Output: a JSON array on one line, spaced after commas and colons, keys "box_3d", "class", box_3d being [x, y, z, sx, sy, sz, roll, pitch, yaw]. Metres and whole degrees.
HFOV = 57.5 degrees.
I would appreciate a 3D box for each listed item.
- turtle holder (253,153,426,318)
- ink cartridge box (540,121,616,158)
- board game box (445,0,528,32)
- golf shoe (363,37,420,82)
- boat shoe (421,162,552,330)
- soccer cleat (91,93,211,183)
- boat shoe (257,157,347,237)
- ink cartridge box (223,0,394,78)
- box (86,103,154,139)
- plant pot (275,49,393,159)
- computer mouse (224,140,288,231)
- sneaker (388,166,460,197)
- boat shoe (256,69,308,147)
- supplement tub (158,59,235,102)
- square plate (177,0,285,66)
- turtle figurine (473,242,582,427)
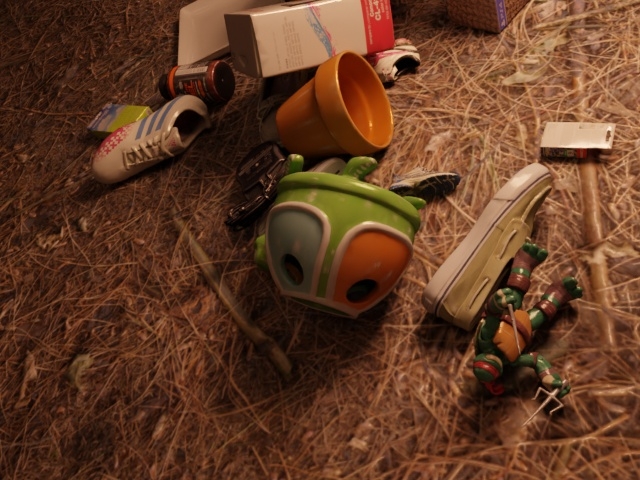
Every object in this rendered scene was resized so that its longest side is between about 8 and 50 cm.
[{"box_3d": [-0.001, -0.004, 0.980, 0.320, 0.243, 0.227, 13, 78, 23], "class": "turtle holder"}, {"box_3d": [0.453, -0.176, 1.028, 0.115, 0.029, 0.063, 8, 59, 29], "class": "ink cartridge box"}, {"box_3d": [0.401, -0.651, 1.280, 0.141, 0.232, 0.291, 30, 73, 39], "class": "board game box"}, {"box_3d": [0.135, -0.390, 1.321, 0.186, 0.067, 0.086, -25, 50, 6], "class": "golf shoe"}, {"box_3d": [0.285, 0.012, 0.932, 0.094, 0.109, 0.302, 36, 85, 25], "class": "boat shoe"}, {"box_3d": [-0.417, -0.242, 1.444, 0.331, 0.116, 0.143, -39, 48, -6], "class": "soccer cleat"}, {"box_3d": [-0.036, -0.078, 1.173, 0.226, 0.083, 0.076, -40, 21, -6], "class": "boat shoe"}, {"box_3d": [-0.028, -0.450, 1.260, 0.306, 0.131, 0.226, -16, 25, -18], "class": "ink cartridge box"}, {"box_3d": [-0.558, -0.329, 1.629, 0.178, 0.042, 0.109, 12, 60, 33], "class": "box"}, {"box_3d": [0.018, -0.255, 1.204, 0.188, 0.205, 0.205, -18, 47, 34], "class": "plant pot"}, {"box_3d": [-0.112, -0.120, 1.203, 0.188, 0.072, 0.272, -39, 27, 11], "class": "computer mouse"}, {"box_3d": [0.193, -0.117, 1.095, 0.135, 0.052, 0.058, -8, 48, 20], "class": "sneaker"}, {"box_3d": [-0.095, -0.345, 1.374, 0.118, 0.103, 0.320, -8, 52, 21], "class": "boat shoe"}, {"box_3d": [-0.331, -0.413, 1.542, 0.198, 0.106, 0.106, 2, 56, 28], "class": "supplement tub"}, {"box_3d": [-0.260, -0.656, 1.730, 0.347, 0.049, 0.344, -20, 50, 11], "class": "square plate"}, {"box_3d": [0.274, 0.125, 0.811, 0.118, 0.175, 0.234, -7, 38, 52], "class": "turtle figurine"}]
